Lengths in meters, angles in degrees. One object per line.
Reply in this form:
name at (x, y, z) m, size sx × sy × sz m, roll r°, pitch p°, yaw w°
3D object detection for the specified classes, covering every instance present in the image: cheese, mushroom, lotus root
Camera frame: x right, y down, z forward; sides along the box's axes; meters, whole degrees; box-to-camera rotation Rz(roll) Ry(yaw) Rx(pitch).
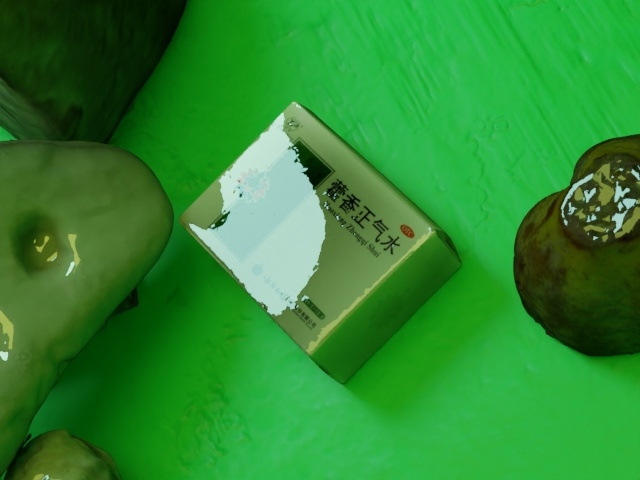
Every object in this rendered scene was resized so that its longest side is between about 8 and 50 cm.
cheese at (-0.281, 0.063, 1.640) m, size 0.328 × 0.129 × 0.351 m, roll -13°, pitch 83°, yaw -20°
mushroom at (-0.273, -0.282, 1.724) m, size 0.224 × 0.397 × 0.313 m, roll 35°, pitch 79°, yaw 17°
lotus root at (0.249, -0.009, 1.518) m, size 0.199 × 0.180 × 0.188 m, roll -1°, pitch 72°, yaw 23°

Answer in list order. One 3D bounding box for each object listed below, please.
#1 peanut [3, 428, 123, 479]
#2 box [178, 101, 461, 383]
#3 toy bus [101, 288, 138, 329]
peanut at (-0.240, 0.332, 1.613) m, size 0.149 × 0.149 × 0.313 m, roll 2°, pitch 72°, yaw 24°
box at (0.000, 0.000, 1.670) m, size 0.168 × 0.095 × 0.212 m, roll -45°, pitch 59°, yaw -2°
toy bus at (-0.281, 0.067, 1.773) m, size 0.192 × 0.077 × 0.065 m, roll -22°, pitch 62°, yaw 13°
